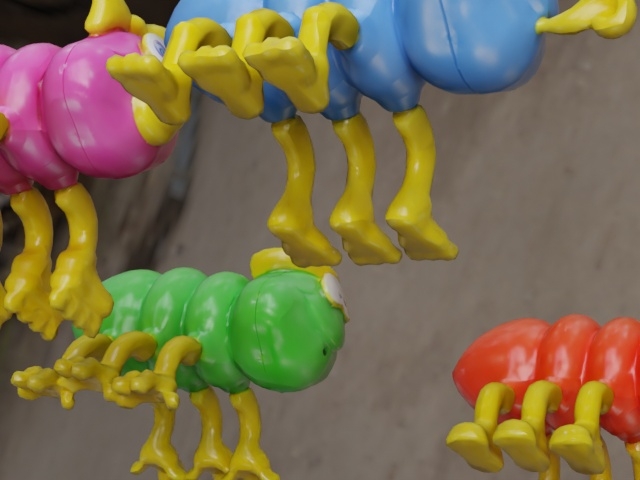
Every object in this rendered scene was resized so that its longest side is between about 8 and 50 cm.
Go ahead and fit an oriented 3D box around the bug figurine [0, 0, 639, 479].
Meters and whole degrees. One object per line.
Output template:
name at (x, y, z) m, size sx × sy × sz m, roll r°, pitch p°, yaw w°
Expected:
bug figurine at (0.000, 0.000, 0.513) m, size 0.279 × 0.216 × 0.072 m, roll 51°, pitch -136°, yaw -54°
